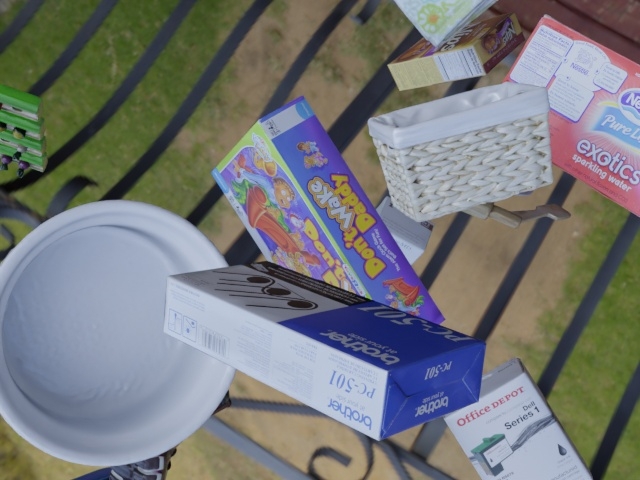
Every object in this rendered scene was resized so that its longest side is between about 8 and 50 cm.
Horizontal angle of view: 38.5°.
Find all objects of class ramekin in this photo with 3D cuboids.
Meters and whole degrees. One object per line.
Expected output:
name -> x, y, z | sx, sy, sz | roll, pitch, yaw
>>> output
ramekin -> -0.235, 0.094, 1.007 | 0.277, 0.277, 0.135 | 53, 162, -18

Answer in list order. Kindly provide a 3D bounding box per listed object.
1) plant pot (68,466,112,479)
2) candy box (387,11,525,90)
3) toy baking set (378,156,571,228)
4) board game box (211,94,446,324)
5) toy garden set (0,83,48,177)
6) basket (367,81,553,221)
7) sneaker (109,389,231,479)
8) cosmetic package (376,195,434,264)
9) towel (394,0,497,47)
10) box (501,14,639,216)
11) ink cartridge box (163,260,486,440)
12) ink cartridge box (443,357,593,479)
plant pot -> -0.366, 0.501, 1.418 | 0.212, 0.236, 0.236 | 40, 127, 34
candy box -> 0.205, -0.287, 1.401 | 0.187, 0.109, 0.053 | 1, 126, 52
toy baking set -> 0.201, -0.076, 1.168 | 0.256, 0.197, 0.030 | 25, 117, 8
board game box -> 0.000, 0.000, 1.272 | 0.347, 0.078, 0.233 | 57, 155, 0
toy garden set -> -0.482, -0.160, 1.250 | 0.204, 0.049, 0.244 | 19, 161, -9
basket -> 0.148, -0.094, 0.952 | 0.113, 0.167, 0.103 | -130, 25, -73
sneaker -> -0.198, 0.272, 1.288 | 0.106, 0.162, 0.281 | 19, 104, 48
cosmetic package -> 0.123, 0.022, 1.864 | 0.117, 0.085, 0.231 | 29, 144, -5
towel -> 0.145, -0.471, 1.142 | 0.374, 0.090, 0.320 | 52, 131, -2
box -> 0.372, -0.131, 1.112 | 0.300, 0.142, 0.154 | 37, 106, 29
ink cartridge box -> -0.004, 0.064, 0.609 | 0.207, 0.097, 0.046 | 19, 108, 43
ink cartridge box -> 0.323, 0.332, 1.528 | 0.160, 0.092, 0.219 | -33, 95, 9
